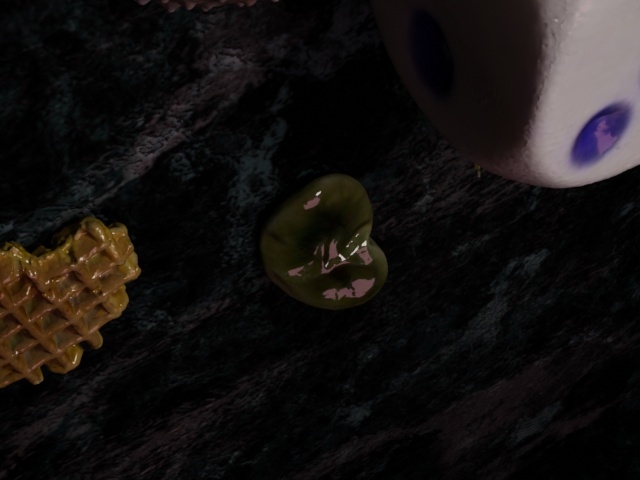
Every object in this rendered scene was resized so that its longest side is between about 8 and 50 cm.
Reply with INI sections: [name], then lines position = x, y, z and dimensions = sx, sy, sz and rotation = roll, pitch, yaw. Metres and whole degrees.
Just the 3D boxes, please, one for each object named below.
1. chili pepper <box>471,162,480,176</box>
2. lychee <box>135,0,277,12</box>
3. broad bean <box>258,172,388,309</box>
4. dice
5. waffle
[chili pepper]
position = 0.297, -0.165, 1.370
dimensions = 0.359, 0.076, 0.085
rotation = -19, 124, -31
[lychee]
position = -0.055, -0.287, 0.721
dimensions = 0.300, 0.300, 0.300
rotation = -24, 145, -18
[broad bean]
position = 0.002, 0.001, 1.330
dimensions = 0.153, 0.072, 0.206
rotation = -37, 135, -2
[dice]
position = 0.212, -0.254, 0.972
dimensions = 0.277, 0.304, 0.304
rotation = -24, 145, -18
[waffle]
position = -0.311, 0.064, 1.128
dimensions = 0.253, 0.056, 0.249
rotation = 13, 123, -47
